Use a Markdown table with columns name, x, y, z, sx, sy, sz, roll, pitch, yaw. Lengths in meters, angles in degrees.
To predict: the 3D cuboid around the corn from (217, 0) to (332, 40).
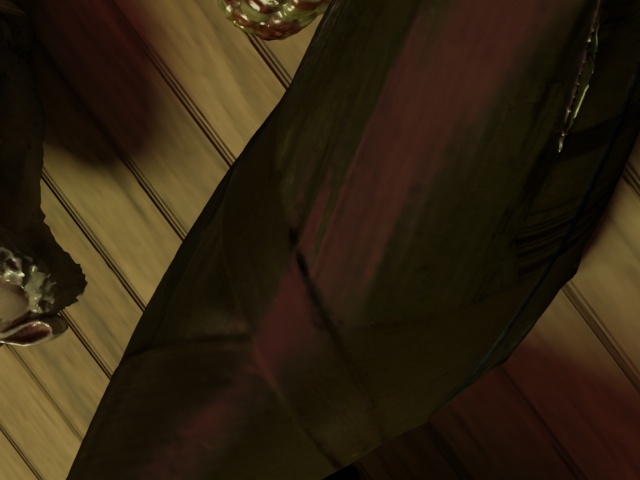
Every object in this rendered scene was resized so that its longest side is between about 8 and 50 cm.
| name | x | y | z | sx | sy | sz | roll | pitch | yaw |
| --- | --- | --- | --- | --- | --- | --- | --- | --- | --- |
| corn | 0.021 | -0.160 | 0.662 | 0.079 | 0.079 | 0.237 | 48 | 140 | 4 |

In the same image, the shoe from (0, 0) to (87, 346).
| name | x | y | z | sx | sy | sz | roll | pitch | yaw |
| --- | --- | --- | --- | --- | --- | --- | --- | --- | --- |
| shoe | -0.237 | -0.083 | 0.875 | 0.198 | 0.172 | 0.351 | -15 | 89 | 7 |

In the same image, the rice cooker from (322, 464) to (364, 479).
| name | x | y | z | sx | sy | sz | roll | pitch | yaw |
| --- | --- | --- | --- | --- | --- | --- | --- | --- | --- |
| rice cooker | 0.013 | 0.238 | 0.811 | 0.226 | 0.244 | 0.226 | 31 | 157 | 14 |

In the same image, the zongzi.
| name | x | y | z | sx | sy | sz | roll | pitch | yaw |
| --- | --- | --- | --- | --- | --- | --- | --- | --- | --- |
| zongzi | 0.000 | 0.000 | 0.613 | 0.123 | 0.289 | 0.260 | 41 | 144 | 18 |
